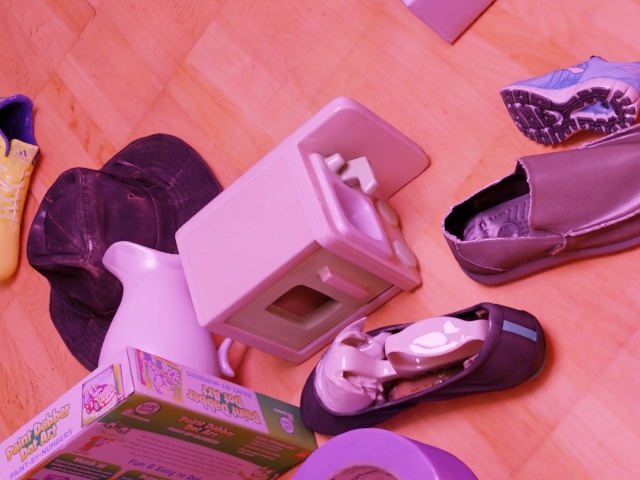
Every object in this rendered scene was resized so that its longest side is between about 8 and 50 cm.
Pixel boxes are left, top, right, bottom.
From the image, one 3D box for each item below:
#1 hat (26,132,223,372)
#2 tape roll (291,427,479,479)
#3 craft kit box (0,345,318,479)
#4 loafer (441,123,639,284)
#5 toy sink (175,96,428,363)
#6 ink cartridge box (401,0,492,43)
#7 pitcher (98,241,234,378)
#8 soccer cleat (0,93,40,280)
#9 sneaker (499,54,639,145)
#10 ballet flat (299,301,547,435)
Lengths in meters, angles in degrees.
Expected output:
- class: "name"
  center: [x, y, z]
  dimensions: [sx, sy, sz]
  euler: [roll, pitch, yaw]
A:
- class: "hat"
  center: [-0.265, -0.004, 1.347]
  dimensions: [0.331, 0.134, 0.331]
  euler: [-18, 59, 34]
- class: "tape roll"
  center: [0.055, 0.265, 0.983]
  dimensions: [0.189, 0.080, 0.189]
  euler: [-17, 61, 34]
- class: "craft kit box"
  center: [-0.173, 0.216, 1.086]
  dimensions: [0.246, 0.250, 0.061]
  euler: [-34, 51, 25]
- class: "loafer"
  center: [0.212, -0.033, 0.971]
  dimensions: [0.251, 0.087, 0.094]
  euler: [-28, 55, 29]
- class: "toy sink"
  center: [0.000, 0.000, 1.099]
  dimensions: [0.234, 0.152, 0.131]
  euler: [-37, 51, 22]
- class: "ink cartridge box"
  center: [0.119, -0.337, 1.185]
  dimensions: [0.154, 0.093, 0.212]
  euler: [-46, 50, 15]
- class: "pitcher"
  center: [-0.144, 0.109, 1.181]
  dimensions: [0.177, 0.125, 0.207]
  euler: [-1, 60, -6]
- class: "soccer cleat"
  center: [-0.447, -0.084, 1.570]
  dimensions: [0.121, 0.093, 0.289]
  euler: [-24, 57, 24]
- class: "sneaker"
  center: [0.237, -0.133, 1.026]
  dimensions: [0.073, 0.063, 0.162]
  euler: [-44, 29, -27]
- class: "ballet flat"
  center: [0.070, 0.108, 1.028]
  dimensions: [0.280, 0.096, 0.095]
  euler: [-22, 54, 33]
